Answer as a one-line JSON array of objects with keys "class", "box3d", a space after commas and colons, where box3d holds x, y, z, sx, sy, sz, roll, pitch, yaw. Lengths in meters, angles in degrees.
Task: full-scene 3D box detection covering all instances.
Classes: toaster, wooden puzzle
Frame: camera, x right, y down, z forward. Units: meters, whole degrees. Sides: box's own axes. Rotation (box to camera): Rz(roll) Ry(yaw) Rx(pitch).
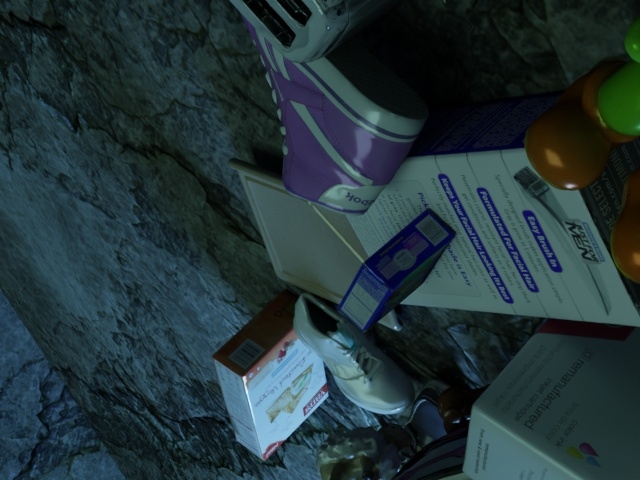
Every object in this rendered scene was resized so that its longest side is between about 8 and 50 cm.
[{"class": "toaster", "box3d": [-0.006, -0.256, 0.937, 0.227, 0.146, 0.129, 49, 154, -2]}, {"class": "wooden puzzle", "box3d": [0.000, 0.000, 1.388, 0.221, 0.044, 0.238, 22, 148, 40]}]

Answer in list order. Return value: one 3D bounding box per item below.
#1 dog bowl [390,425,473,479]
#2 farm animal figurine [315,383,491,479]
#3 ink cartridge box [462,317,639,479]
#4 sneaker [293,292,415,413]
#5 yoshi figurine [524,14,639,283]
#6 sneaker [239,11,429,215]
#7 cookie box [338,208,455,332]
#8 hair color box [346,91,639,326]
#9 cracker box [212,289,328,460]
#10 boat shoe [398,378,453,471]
[{"class": "dog bowl", "box3d": [0.221, 0.376, 1.185, 0.408, 0.150, 0.407, 4, 114, 9]}, {"class": "farm animal figurine", "box3d": [0.205, 0.307, 1.335, 0.327, 0.172, 0.330, -30, 104, 20]}, {"class": "ink cartridge box", "box3d": [0.316, 0.191, 0.973, 0.306, 0.226, 0.131, 31, 147, 27]}, {"class": "sneaker", "box3d": [0.040, 0.152, 1.473, 0.212, 0.080, 0.094, 39, 158, 20]}, {"class": "yoshi figurine", "box3d": [0.290, -0.065, 0.639, 0.362, 0.204, 0.202, -26, 71, 54]}, {"class": "sneaker", "box3d": [-0.023, -0.139, 1.051, 0.282, 0.102, 0.161, 56, 134, 35]}, {"class": "cookie box", "box3d": [0.072, 0.031, 1.034, 0.040, 0.092, 0.107, 46, 154, 11]}, {"class": "hair color box", "box3d": [0.167, -0.030, 1.030, 0.339, 0.110, 0.185, 3, 128, 56]}, {"class": "cracker box", "box3d": [-0.070, 0.206, 1.627, 0.067, 0.156, 0.232, 31, 149, 29]}, {"class": "boat shoe", "box3d": [0.152, 0.294, 1.490, 0.103, 0.092, 0.285, 37, 151, 21]}]
